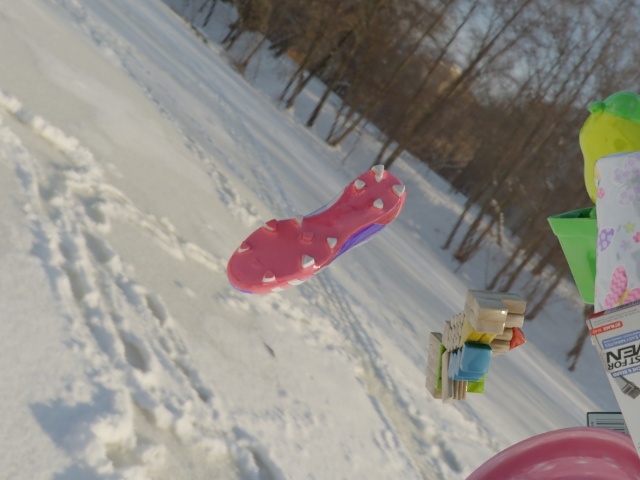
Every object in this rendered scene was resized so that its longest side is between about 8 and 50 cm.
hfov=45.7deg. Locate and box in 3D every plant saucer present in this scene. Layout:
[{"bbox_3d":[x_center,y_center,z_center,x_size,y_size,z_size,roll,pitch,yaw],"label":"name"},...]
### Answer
[{"bbox_3d":[0.309,0.387,1.003,0.084,0.332,0.332,58,3,-13],"label":"plant saucer"}]

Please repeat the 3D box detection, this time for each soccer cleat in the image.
[{"bbox_3d":[0.000,0.000,0.885,0.083,0.248,0.095,47,-26,21],"label":"soccer cleat"}]

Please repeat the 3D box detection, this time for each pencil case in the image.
[{"bbox_3d":[0.421,0.016,1.014,0.113,0.273,0.124,14,-16,-39],"label":"pencil case"}]

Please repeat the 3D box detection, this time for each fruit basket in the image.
[{"bbox_3d":[0.557,-0.068,1.232,0.282,0.392,0.392,-12,36,-24],"label":"fruit basket"}]

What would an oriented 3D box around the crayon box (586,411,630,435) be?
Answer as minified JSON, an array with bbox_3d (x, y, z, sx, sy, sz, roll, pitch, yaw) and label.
[{"bbox_3d":[0.611,0.590,1.545,0.363,0.106,0.313,-74,151,-44],"label":"crayon box"}]

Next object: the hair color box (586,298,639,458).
[{"bbox_3d":[0.374,0.151,0.849,0.053,0.093,0.167,-8,76,-65],"label":"hair color box"}]

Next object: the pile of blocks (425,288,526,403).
[{"bbox_3d":[0.267,0.191,1.257,0.112,0.149,0.362,5,-22,-3],"label":"pile of blocks"}]
